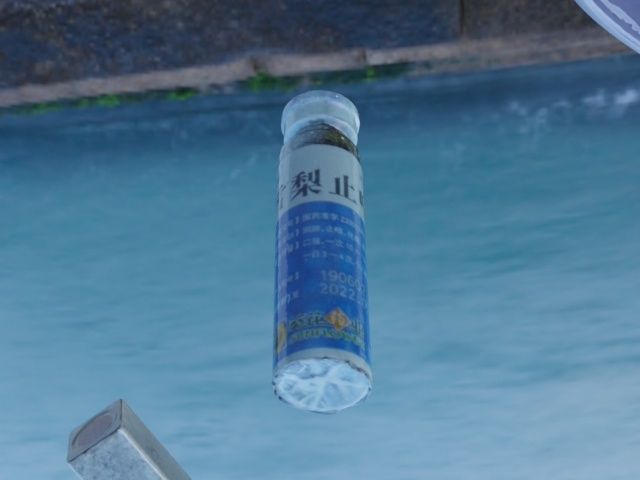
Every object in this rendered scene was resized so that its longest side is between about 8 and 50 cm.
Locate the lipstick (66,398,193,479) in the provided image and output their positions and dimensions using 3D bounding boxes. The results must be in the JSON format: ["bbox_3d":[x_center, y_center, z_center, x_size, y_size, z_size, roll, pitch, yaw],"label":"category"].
[{"bbox_3d":[-0.063,0.131,0.500,0.030,0.030,0.129,-34,111,2],"label":"lipstick"}]

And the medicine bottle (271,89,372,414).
[{"bbox_3d":[0.000,0.000,0.595,0.051,0.191,0.051,0,141,0],"label":"medicine bottle"}]

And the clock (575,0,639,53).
[{"bbox_3d":[0.217,-0.118,0.535,0.197,0.068,0.197,30,-177,-2],"label":"clock"}]
